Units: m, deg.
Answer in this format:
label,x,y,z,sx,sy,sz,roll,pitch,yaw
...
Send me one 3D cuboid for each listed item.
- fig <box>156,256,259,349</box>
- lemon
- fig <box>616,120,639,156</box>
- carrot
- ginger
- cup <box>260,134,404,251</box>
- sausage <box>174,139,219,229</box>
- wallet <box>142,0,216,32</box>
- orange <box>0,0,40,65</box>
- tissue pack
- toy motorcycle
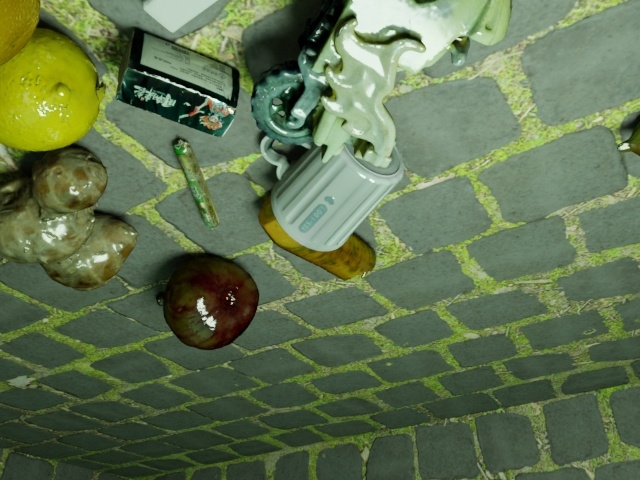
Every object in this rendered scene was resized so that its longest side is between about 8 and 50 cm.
label,x,y,z,sx,sy,sz,roll,pitch,yaw
fig,-0.297,0.135,1.410,0.216,0.217,0.320,27,165,-37
lemon,-0.409,-0.212,0.850,0.206,0.174,0.173,-3,149,24
fig,0.584,-0.173,1.025,0.154,0.103,0.109,-18,122,9
carrot,0.000,0.000,1.247,0.114,0.114,0.301,-25,141,30
ginger,-0.482,-0.013,1.148,0.256,0.176,0.375,-17,147,-6
cup,0.009,-0.108,1.037,0.221,0.167,0.202,16,139,-28
sausage,-0.233,-0.100,1.149,0.032,0.033,0.269,-4,146,3
wallet,-0.178,-0.333,0.810,0.122,0.025,0.061,-23,139,27
orange,-0.440,-0.297,0.673,0.236,0.237,0.236,-2,146,-1
tissue pack,-0.209,-0.231,0.895,0.170,0.103,0.090,16,136,-26
toy motorcycle,0.083,-0.262,0.800,0.236,0.169,0.410,26,129,-23
